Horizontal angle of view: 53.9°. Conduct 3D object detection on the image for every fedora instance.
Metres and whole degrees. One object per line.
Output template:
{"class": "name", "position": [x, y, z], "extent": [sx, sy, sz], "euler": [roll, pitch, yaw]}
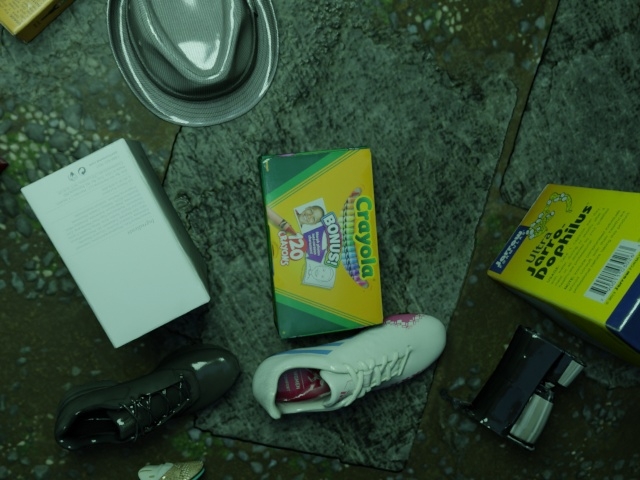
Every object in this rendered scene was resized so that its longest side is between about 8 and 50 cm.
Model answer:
{"class": "fedora", "position": [-0.176, -0.300, 0.878], "extent": [0.244, 0.124, 0.275], "euler": [-10, 100, -9]}

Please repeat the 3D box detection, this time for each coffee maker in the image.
{"class": "coffee maker", "position": [0.327, 0.233, 1.056], "extent": [0.171, 0.120, 0.178], "euler": [29, 91, -13]}

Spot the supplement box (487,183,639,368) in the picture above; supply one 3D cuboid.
{"class": "supplement box", "position": [0.443, 0.055, 0.929], "extent": [0.194, 0.356, 0.195], "euler": [34, 91, -14]}

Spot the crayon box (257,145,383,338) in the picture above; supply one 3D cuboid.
{"class": "crayon box", "position": [0.000, 0.000, 0.978], "extent": [0.166, 0.081, 0.278], "euler": [-7, 99, -10]}

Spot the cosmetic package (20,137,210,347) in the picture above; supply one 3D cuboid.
{"class": "cosmetic package", "position": [-0.261, -0.007, 0.854], "extent": [0.138, 0.224, 0.224], "euler": [-29, 102, -6]}

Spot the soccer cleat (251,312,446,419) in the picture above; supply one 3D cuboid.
{"class": "soccer cleat", "position": [0.058, 0.207, 0.988], "extent": [0.332, 0.143, 0.115], "euler": [-15, 101, -9]}

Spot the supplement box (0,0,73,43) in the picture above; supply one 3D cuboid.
{"class": "supplement box", "position": [-0.352, -0.378, 0.858], "extent": [0.080, 0.078, 0.233], "euler": [44, 88, -13]}

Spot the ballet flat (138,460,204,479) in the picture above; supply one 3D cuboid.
{"class": "ballet flat", "position": [-0.282, 0.400, 0.993], "extent": [0.206, 0.073, 0.067], "euler": [-37, 89, -7]}

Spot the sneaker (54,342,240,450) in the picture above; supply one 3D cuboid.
{"class": "sneaker", "position": [-0.255, 0.245, 0.942], "extent": [0.287, 0.130, 0.109], "euler": [-21, 100, -8]}

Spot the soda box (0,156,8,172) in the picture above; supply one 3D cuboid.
{"class": "soda box", "position": [-0.484, -0.090, 0.779], "extent": [0.092, 0.263, 0.083], "euler": [39, 90, -14]}
